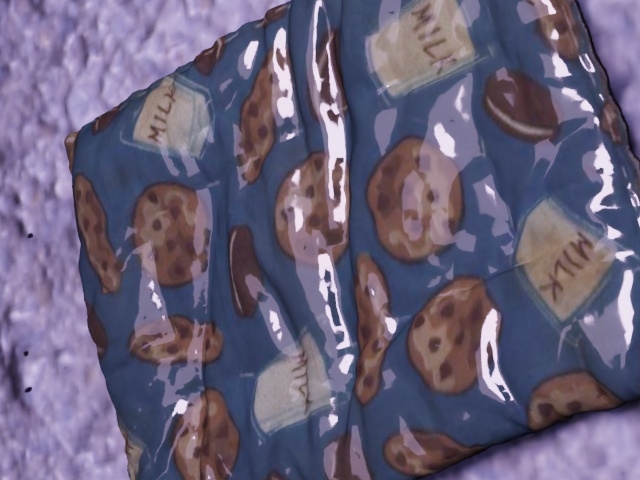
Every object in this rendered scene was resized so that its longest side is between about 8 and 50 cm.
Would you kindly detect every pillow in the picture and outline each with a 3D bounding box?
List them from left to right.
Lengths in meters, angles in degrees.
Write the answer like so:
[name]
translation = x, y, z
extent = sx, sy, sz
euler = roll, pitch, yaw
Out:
[pillow]
translation = 0.002, 0.001, 0.606
extent = 0.255, 0.034, 0.189
euler = -26, 71, 37
